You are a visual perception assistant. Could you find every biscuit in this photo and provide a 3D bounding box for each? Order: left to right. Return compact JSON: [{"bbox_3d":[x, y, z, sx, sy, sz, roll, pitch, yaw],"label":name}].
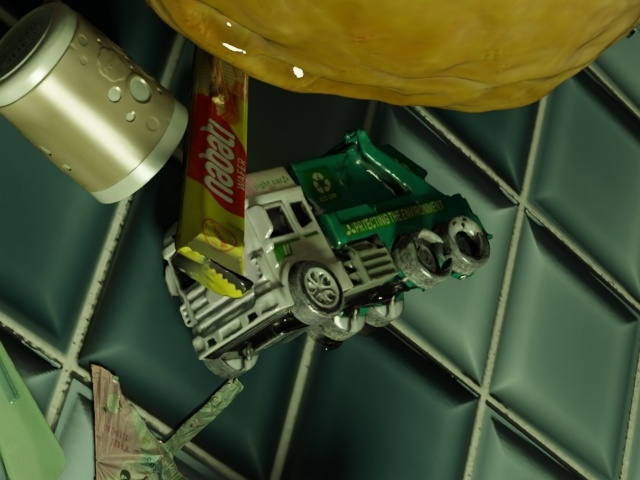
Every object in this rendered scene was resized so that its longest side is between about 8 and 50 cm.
[{"bbox_3d":[-0.060,-0.067,1.085,0.048,0.026,0.292,31,31,-23],"label":"biscuit"}]

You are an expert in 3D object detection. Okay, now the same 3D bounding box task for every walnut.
[{"bbox_3d":[0.030,-0.234,1.083,0.397,0.354,0.308,10,97,-47],"label":"walnut"}]

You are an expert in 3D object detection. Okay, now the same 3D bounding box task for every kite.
[{"bbox_3d":[-0.090,0.119,1.077,0.137,0.005,0.152,54,43,-21],"label":"kite"}]

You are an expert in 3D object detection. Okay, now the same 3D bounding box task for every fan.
[{"bbox_3d":[-0.185,0.045,0.988,0.038,0.016,0.193,-32,101,-46],"label":"fan"}]

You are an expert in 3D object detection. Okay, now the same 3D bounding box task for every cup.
[{"bbox_3d":[-0.130,-0.090,1.051,0.099,0.074,0.102,43,49,-29],"label":"cup"}]

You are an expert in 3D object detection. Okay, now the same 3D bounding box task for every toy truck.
[{"bbox_3d":[0.000,0.000,1.147,0.216,0.110,0.116,-15,75,-48],"label":"toy truck"}]

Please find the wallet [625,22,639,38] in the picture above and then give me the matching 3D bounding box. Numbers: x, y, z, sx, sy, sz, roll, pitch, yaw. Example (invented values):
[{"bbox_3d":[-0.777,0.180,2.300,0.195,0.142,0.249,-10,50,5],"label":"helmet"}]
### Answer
[{"bbox_3d":[0.193,-0.262,1.501,0.222,0.036,0.167,13,68,-43],"label":"wallet"}]
